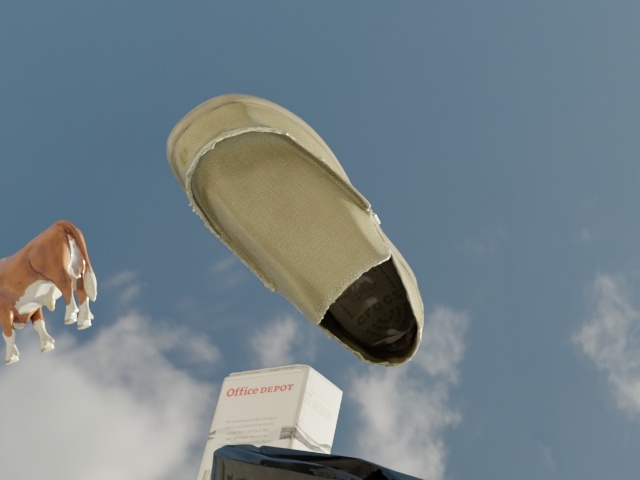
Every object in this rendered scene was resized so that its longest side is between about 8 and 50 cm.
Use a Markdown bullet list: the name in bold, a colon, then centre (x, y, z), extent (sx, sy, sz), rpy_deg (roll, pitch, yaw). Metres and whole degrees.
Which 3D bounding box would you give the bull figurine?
- **bull figurine**: centre (-0.478, 0.086, 1.647), extent (0.310, 0.101, 0.188), rpy_deg (-33, -105, 40)

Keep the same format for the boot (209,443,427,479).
- **boot**: centre (-0.084, 0.345, 0.609), extent (0.146, 0.367, 0.445), rpy_deg (17, -90, 49)

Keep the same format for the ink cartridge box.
- **ink cartridge box**: centre (-0.073, 0.288, 1.345), extent (0.159, 0.092, 0.217), rpy_deg (-12, -127, 36)

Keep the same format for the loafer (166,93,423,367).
- **loafer**: centre (0.000, 0.000, 0.718), extent (0.102, 0.268, 0.092), rpy_deg (-43, -145, 6)
